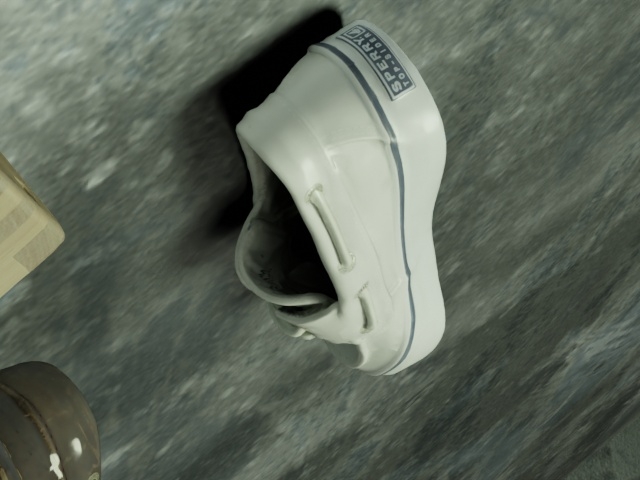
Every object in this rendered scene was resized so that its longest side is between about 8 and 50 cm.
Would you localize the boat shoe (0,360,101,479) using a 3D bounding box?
[{"bbox_3d":[-0.155,0.176,0.711,0.130,0.132,0.355,-31,161,-31],"label":"boat shoe"}]

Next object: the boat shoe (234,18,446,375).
[{"bbox_3d":[0.000,0.000,0.718,0.084,0.095,0.258,-33,151,-15],"label":"boat shoe"}]

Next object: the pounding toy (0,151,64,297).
[{"bbox_3d":[-0.148,-0.003,0.331,0.141,0.130,0.100,-42,151,-2],"label":"pounding toy"}]
